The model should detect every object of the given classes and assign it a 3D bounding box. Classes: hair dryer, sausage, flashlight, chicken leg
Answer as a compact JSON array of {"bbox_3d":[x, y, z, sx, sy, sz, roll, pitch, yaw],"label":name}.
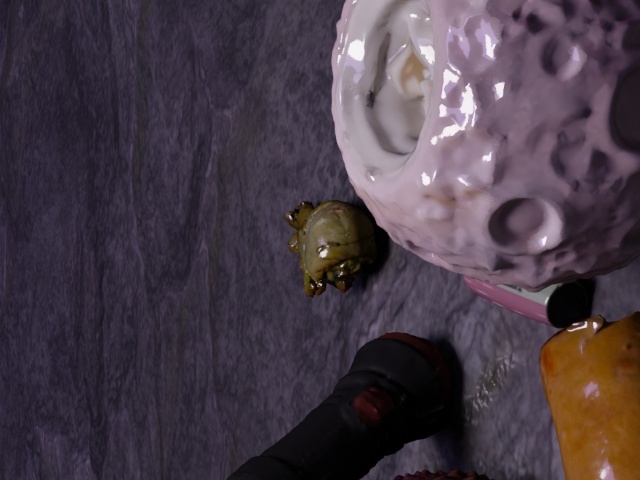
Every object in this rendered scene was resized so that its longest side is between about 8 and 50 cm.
[{"bbox_3d":[0.161,-0.021,1.164,0.106,0.054,0.154,25,106,58],"label":"hair dryer"},{"bbox_3d":[0.202,0.179,0.994,0.109,0.109,0.270,142,127,-57],"label":"sausage"},{"bbox_3d":[0.014,0.154,1.241,0.093,0.232,0.093,17,122,29],"label":"flashlight"},{"bbox_3d":[0.000,0.000,1.472,0.093,0.070,0.178,-64,21,7],"label":"chicken leg"}]

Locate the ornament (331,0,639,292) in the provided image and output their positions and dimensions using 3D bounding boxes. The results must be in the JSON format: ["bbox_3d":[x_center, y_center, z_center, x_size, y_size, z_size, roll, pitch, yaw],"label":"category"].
[{"bbox_3d":[0.138,-0.096,1.008,0.259,0.225,0.259,-9,80,64],"label":"ornament"}]

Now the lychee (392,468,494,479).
[{"bbox_3d":[0.066,0.258,1.175,0.188,0.188,0.188,-177,90,-64],"label":"lychee"}]
